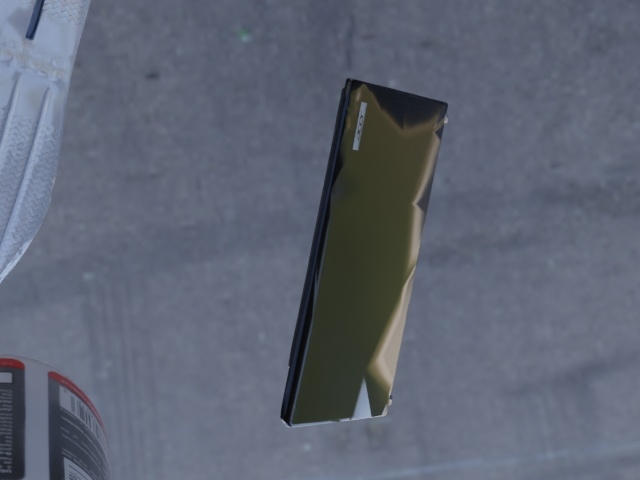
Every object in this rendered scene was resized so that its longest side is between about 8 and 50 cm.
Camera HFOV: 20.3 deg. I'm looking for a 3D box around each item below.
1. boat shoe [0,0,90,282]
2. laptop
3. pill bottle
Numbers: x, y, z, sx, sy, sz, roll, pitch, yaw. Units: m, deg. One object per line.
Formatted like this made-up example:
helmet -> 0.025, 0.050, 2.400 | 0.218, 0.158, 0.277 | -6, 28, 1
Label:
boat shoe -> -0.244, -0.094, 1.227 | 0.121, 0.335, 0.119 | 29, 165, -38
laptop -> 0.000, 0.000, 1.297 | 0.136, 0.234, 0.264 | 10, -176, -26
pill bottle -> -0.278, 0.262, 1.519 | 0.210, 0.363, 0.210 | -3, 113, -8
